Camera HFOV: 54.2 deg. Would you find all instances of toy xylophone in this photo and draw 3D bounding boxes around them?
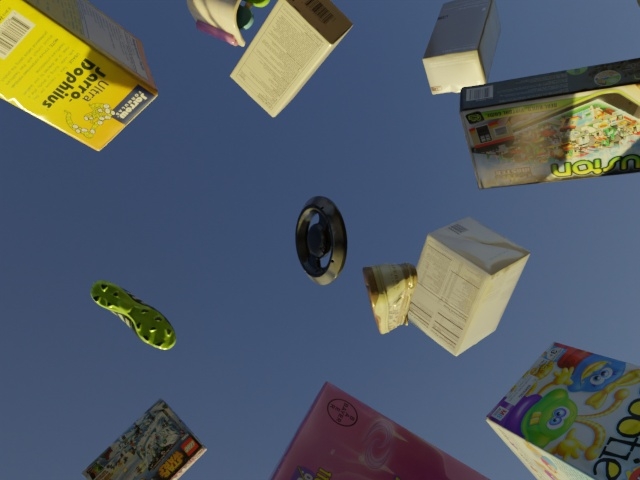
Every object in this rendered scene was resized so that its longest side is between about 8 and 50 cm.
[{"bbox_3d":[-0.151,-0.535,1.143,0.322,0.236,0.081,-54,-21,7],"label":"toy xylophone"}]

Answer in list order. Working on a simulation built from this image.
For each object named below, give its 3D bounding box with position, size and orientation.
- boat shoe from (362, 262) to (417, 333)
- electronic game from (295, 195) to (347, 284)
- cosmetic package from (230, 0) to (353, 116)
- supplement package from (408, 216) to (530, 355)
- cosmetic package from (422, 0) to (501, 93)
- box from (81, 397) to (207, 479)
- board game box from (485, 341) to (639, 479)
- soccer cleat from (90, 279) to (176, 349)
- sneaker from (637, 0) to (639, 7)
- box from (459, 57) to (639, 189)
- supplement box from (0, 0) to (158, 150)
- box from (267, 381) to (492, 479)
[{"bbox_3d":[0.136,0.106,1.149,0.089,0.285,0.104,-16,-105,4],"label":"boat shoe"},{"bbox_3d":[0.000,0.000,1.607,0.048,0.229,0.229,-4,-85,-32],"label":"electronic game"},{"bbox_3d":[-0.078,-0.458,1.516,0.160,0.309,0.113,43,-126,-8],"label":"cosmetic package"},{"bbox_3d":[0.369,0.114,1.622,0.199,0.198,0.262,-20,-45,-42],"label":"supplement package"},{"bbox_3d":[0.318,-0.438,1.392,0.107,0.127,0.238,63,-144,-38],"label":"cosmetic package"},{"bbox_3d":[-0.233,0.293,0.832,0.137,0.094,0.027,-43,-22,-15],"label":"box"},{"bbox_3d":[0.339,0.231,0.681,0.142,0.275,0.144,-44,-77,-11],"label":"board game box"},{"bbox_3d":[-0.333,0.129,1.132,0.179,0.072,0.060,39,-92,-9],"label":"soccer cleat"},{"bbox_3d":[0.601,-0.572,1.198,0.147,0.104,0.296,-21,-52,-8],"label":"sneaker"},{"bbox_3d":[0.245,-0.108,0.588,0.114,0.207,0.036,59,-146,-46],"label":"box"},{"bbox_3d":[-0.527,-0.371,1.217,0.195,0.194,0.356,-38,-38,17],"label":"supplement box"},{"bbox_3d":[0.051,0.296,0.604,0.243,0.117,0.213,31,-146,7],"label":"box"}]
